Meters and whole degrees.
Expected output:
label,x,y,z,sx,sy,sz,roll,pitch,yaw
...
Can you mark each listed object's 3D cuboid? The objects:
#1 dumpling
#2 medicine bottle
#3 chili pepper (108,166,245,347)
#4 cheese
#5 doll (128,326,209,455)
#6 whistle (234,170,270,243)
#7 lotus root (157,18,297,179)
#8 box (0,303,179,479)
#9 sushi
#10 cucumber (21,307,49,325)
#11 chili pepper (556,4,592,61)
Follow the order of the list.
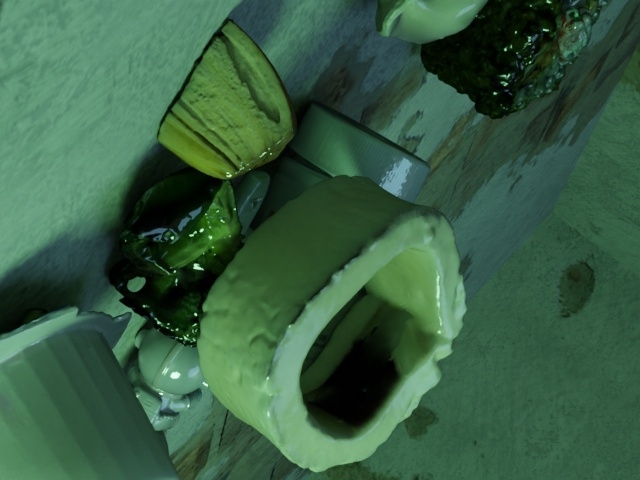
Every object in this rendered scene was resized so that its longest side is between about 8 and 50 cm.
label,x,y,z,sx,sy,sz,roll,pitch,yaw
dumpling,0.152,-0.327,1.599,0.250,0.132,0.162,-38,164,-43
medicine bottle,0.000,0.000,1.708,0.332,0.190,0.190,-65,164,6
chili pepper,-0.165,0.013,1.486,0.148,0.116,0.264,-40,147,-23
cheese,0.024,0.096,1.534,0.332,0.153,0.292,-48,136,-11
doll,-0.237,0.228,1.738,0.287,0.151,0.151,-59,164,12
whistle,-0.133,0.016,1.619,0.253,0.106,0.102,-58,-174,24
lotus root,-0.092,-0.135,1.374,0.159,0.135,0.095,-43,170,22
box,-0.276,0.218,1.348,0.262,0.206,0.291,-37,166,2
sushi,0.316,-0.355,1.940,0.352,0.178,0.294,-32,153,-56
cucumber,-0.297,0.127,1.497,0.044,0.043,0.256,-45,165,-8
chili pepper,0.355,-0.285,1.796,0.050,0.041,0.153,-9,155,2
